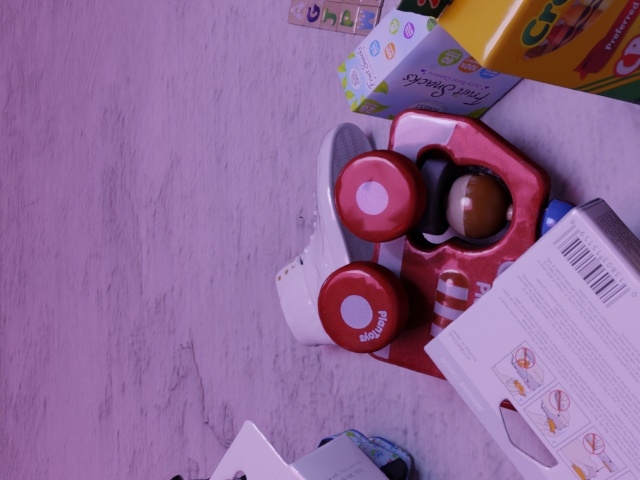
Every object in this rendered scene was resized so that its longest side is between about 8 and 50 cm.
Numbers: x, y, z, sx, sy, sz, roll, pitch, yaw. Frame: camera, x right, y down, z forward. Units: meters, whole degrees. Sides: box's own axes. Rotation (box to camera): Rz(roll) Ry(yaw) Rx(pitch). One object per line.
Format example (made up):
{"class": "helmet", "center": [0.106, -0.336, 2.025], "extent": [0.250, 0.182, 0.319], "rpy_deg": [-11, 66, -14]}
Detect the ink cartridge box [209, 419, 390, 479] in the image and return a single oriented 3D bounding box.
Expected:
{"class": "ink cartridge box", "center": [0.023, 0.377, 1.087], "extent": [0.353, 0.119, 0.207], "rpy_deg": [44, 122, 23]}

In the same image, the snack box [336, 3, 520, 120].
{"class": "snack box", "center": [0.149, -0.211, 1.024], "extent": [0.207, 0.175, 0.070], "rpy_deg": [-42, 55, 42]}

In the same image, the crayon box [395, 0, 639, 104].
{"class": "crayon box", "center": [0.239, -0.233, 0.804], "extent": [0.081, 0.319, 0.202], "rpy_deg": [56, 129, 36]}

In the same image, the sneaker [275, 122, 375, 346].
{"class": "sneaker", "center": [0.000, 0.000, 1.248], "extent": [0.169, 0.108, 0.292], "rpy_deg": [-12, 81, 46]}

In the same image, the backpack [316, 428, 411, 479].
{"class": "backpack", "center": [0.052, 0.296, 1.183], "extent": [0.114, 0.084, 0.105], "rpy_deg": [28, 116, 35]}

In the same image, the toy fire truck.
{"class": "toy fire truck", "center": [0.152, 0.016, 1.030], "extent": [0.254, 0.169, 0.302], "rpy_deg": [14, 104, 23]}

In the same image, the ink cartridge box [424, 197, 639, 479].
{"class": "ink cartridge box", "center": [0.265, 0.139, 0.900], "extent": [0.275, 0.060, 0.239], "rpy_deg": [53, 130, 15]}

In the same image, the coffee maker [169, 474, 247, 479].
{"class": "coffee maker", "center": [-0.123, 0.411, 1.319], "extent": [0.120, 0.178, 0.171], "rpy_deg": [-32, 62, 47]}

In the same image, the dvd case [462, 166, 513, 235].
{"class": "dvd case", "center": [0.196, -0.062, 1.087], "extent": [0.119, 0.013, 0.087], "rpy_deg": [34, 114, 44]}

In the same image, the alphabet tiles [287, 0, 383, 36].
{"class": "alphabet tiles", "center": [0.034, -0.412, 1.302], "extent": [0.198, 0.009, 0.237], "rpy_deg": [24, 107, 49]}
